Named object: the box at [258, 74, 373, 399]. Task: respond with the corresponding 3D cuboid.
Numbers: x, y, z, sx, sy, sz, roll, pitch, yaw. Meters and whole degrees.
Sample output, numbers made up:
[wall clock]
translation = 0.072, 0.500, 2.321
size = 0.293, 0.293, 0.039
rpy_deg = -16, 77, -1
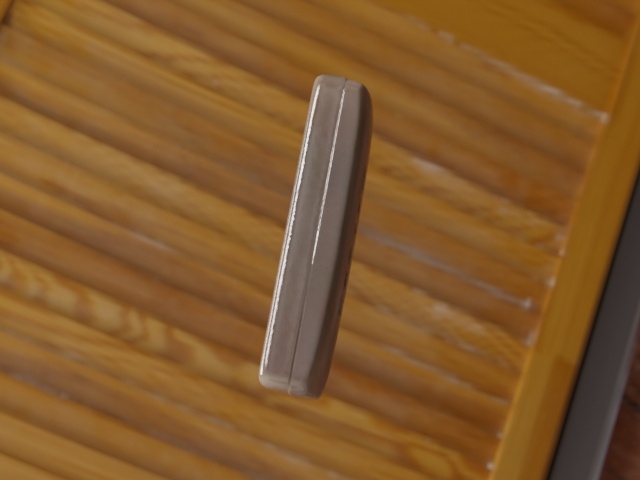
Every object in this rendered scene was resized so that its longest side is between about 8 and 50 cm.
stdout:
[box]
translation = 0.000, 0.000, 0.535
size = 0.025, 0.115, 0.048
rpy_deg = 10, 171, 2
